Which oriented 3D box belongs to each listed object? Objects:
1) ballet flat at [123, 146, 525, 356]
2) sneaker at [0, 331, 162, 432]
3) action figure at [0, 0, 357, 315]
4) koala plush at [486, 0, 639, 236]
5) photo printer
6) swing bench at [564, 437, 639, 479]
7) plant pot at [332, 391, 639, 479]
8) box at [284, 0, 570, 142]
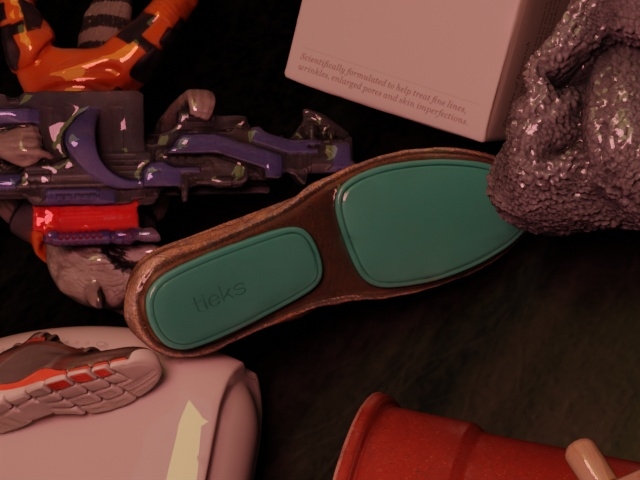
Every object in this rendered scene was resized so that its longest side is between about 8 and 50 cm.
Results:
[{"bbox_3d":[0.000,0.000,1.349,0.316,0.106,0.108,-15,98,-15],"label":"ballet flat"},{"bbox_3d":[-0.189,0.088,1.296,0.158,0.061,0.065,-13,56,14],"label":"sneaker"},{"bbox_3d":[-0.140,-0.097,1.463,0.341,0.178,0.330,6,74,-6],"label":"action figure"},{"bbox_3d":[0.250,-0.049,1.250,0.221,0.196,0.203,38,90,26],"label":"koala plush"},{"bbox_3d":[-0.178,0.211,1.331,0.256,0.107,0.308,2,68,21],"label":"photo printer"},{"bbox_3d":[0.306,0.177,0.942,0.165,0.253,0.255,-37,69,51],"label":"swing bench"},{"bbox_3d":[0.150,0.240,1.119,0.265,0.272,0.272,4,68,14],"label":"plant pot"},{"bbox_3d":[0.093,-0.184,1.364,0.181,0.119,0.182,21,105,28],"label":"box"}]
